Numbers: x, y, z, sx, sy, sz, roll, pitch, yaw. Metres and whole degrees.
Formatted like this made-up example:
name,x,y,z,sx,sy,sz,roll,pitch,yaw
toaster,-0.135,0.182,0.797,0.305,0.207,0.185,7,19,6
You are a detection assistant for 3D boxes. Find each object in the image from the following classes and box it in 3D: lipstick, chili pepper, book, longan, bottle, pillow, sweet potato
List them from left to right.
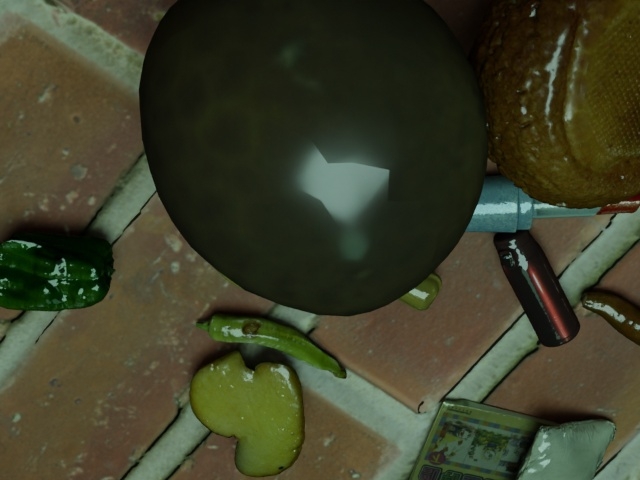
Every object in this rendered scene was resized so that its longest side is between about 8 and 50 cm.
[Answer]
name,x,y,z,sx,sy,sz,roll,pitch,yaw
chili pepper,-0.370,0.032,1.703,0.253,0.083,0.099,7,116,-1
chili pepper,-0.052,0.127,1.787,0.208,0.043,0.049,20,102,-13
longan,-0.013,-0.112,1.470,0.336,0.404,0.404,-29,120,-26
book,0.211,0.304,1.906,0.168,0.013,0.192,14,116,-11
lipstick,0.247,-0.045,1.699,0.274,0.061,0.068,-2,115,-2
bottle,0.263,0.054,1.753,0.060,0.060,0.164,-25,115,10
pillow,0.307,0.334,1.897,0.128,0.051,0.229,4,118,-28
sweet potato,0.446,0.124,1.801,0.264,0.057,0.057,18,115,-10

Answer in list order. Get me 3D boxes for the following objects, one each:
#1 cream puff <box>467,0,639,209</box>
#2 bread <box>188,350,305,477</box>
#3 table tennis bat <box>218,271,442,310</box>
name,x,y,z,sx,sy,sz,roll,pitch,yaw
cream puff,0.278,-0.183,1.543,0.303,0.212,0.303,-13,113,-34
bread,-0.090,0.216,1.824,0.149,0.065,0.187,3,121,8
table tennis bat,0.000,0.000,1.726,0.321,0.050,0.198,26,112,-10
